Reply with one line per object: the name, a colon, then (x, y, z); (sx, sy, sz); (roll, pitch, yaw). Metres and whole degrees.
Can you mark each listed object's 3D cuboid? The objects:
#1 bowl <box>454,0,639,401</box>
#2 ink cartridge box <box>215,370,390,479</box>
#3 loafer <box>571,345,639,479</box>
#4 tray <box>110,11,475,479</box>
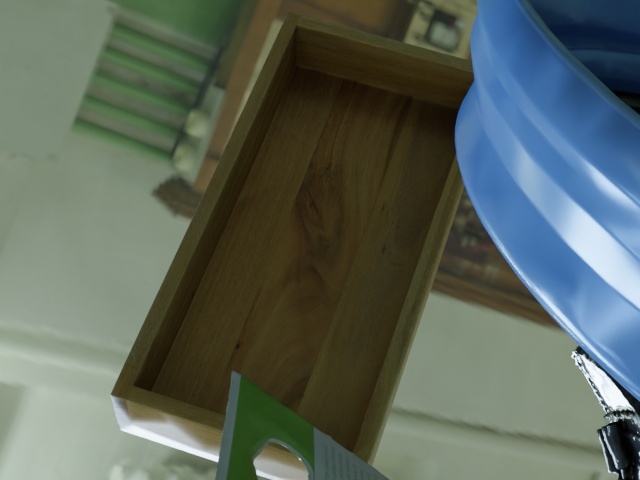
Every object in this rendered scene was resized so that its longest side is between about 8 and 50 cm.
bowl: (0.228, 0.004, 0.478); (0.391, 0.077, 0.391); (19, -153, -10)
ink cartridge box: (0.027, 0.198, 0.618); (0.255, 0.097, 0.189); (38, -168, -10)
loafer: (0.253, 0.193, 0.856); (0.302, 0.095, 0.109); (54, 177, 6)
tray: (0.000, 0.000, 1.104); (0.202, 0.411, 0.076); (16, 148, 9)
